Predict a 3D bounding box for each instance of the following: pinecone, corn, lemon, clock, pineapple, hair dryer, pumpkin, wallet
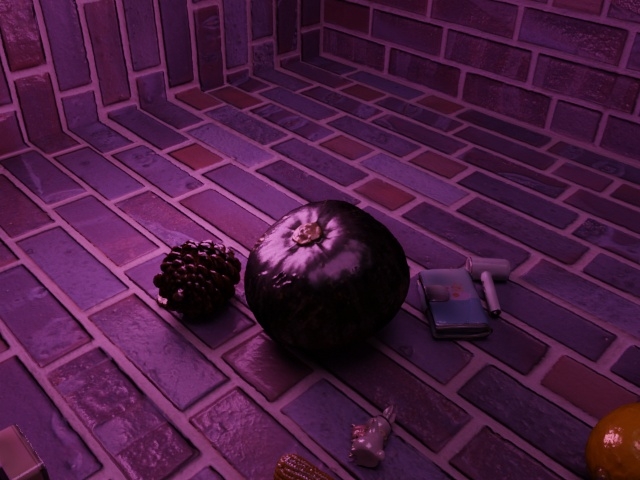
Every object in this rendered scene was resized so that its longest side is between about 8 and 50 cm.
[{"bbox_3d":[-0.339,0.101,1.729,0.224,0.224,0.272,16,25,19],"label":"pinecone"},{"bbox_3d":[0.001,0.528,1.252,0.231,0.080,0.080,26,42,27],"label":"corn"},{"bbox_3d":[0.693,0.455,1.256,0.288,0.234,0.233,-5,35,-23],"label":"lemon"},{"bbox_3d":[-0.590,0.480,1.191,0.071,0.192,0.147,-27,43,-37],"label":"clock"},{"bbox_3d":[-0.464,0.176,1.781,0.045,0.019,0.083,-20,43,-33],"label":"pineapple"},{"bbox_3d":[0.526,0.141,1.836,0.131,0.073,0.236,3,38,0],"label":"hair dryer"},{"bbox_3d":[0.017,0.101,1.630,0.454,0.344,0.455,-12,36,9],"label":"pumpkin"},{"bbox_3d":[0.385,0.181,1.760,0.176,0.075,0.250,-2,37,-2],"label":"wallet"}]

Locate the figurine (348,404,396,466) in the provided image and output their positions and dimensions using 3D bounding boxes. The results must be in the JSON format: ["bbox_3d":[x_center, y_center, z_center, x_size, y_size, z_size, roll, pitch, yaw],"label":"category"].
[{"bbox_3d":[0.114,0.436,1.380,0.098,0.081,0.146,11,36,13],"label":"figurine"}]
